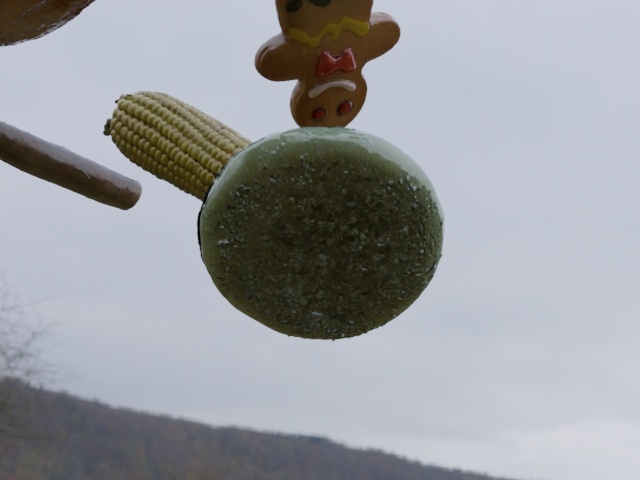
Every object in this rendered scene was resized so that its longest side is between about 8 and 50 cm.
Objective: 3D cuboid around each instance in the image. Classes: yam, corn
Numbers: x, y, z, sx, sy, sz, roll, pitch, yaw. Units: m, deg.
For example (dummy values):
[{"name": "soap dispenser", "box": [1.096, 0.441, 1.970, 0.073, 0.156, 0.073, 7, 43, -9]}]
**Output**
[{"name": "yam", "box": [-0.329, -0.095, 1.284, 0.057, 0.057, 0.241, -9, -22, 40]}, {"name": "corn", "box": [-0.187, -0.136, 1.673, 0.387, 0.144, 0.144, 26, -14, 18]}]

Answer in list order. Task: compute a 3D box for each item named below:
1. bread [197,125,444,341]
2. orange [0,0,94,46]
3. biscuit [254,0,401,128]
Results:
[{"name": "bread", "box": [0.000, 0.000, 1.067, 0.267, 0.040, 0.267, 0, -61, 0]}, {"name": "orange", "box": [-0.300, -0.329, 0.829, 0.322, 0.322, 0.357, 8, -3, 2]}, {"name": "biscuit", "box": [0.012, -0.210, 1.036, 0.165, 0.036, 0.250, -16, -45, -19]}]
